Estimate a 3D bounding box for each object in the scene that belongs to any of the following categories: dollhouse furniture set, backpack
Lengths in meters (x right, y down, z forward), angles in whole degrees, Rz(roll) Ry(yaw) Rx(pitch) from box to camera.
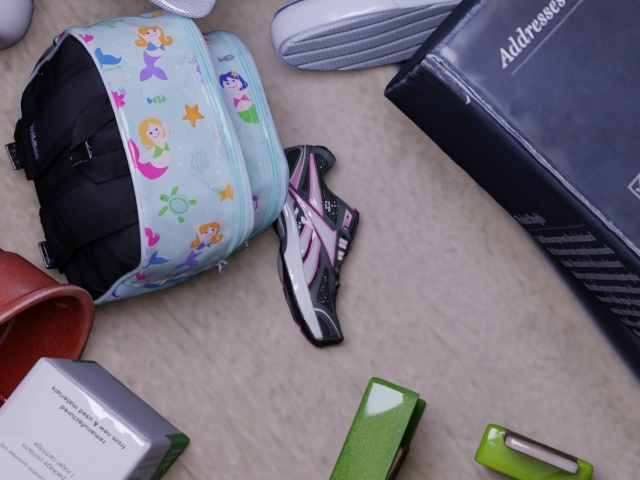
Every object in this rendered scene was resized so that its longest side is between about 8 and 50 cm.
[{"bbox_3d":[0.080,0.286,1.586,0.197,0.151,0.302,22,88,6],"label":"dollhouse furniture set"},{"bbox_3d":[-0.137,-0.073,1.584,0.191,0.253,0.225,-15,83,-17],"label":"backpack"}]

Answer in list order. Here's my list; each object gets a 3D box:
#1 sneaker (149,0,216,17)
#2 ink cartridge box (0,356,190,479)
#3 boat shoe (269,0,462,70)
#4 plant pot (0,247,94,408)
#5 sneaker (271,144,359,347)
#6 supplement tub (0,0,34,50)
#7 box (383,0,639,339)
[{"bbox_3d":[-0.056,-0.271,1.555,0.365,0.137,0.210,5,42,-22],"label":"sneaker"},{"bbox_3d":[-0.248,0.237,1.593,0.117,0.201,0.278,39,90,7],"label":"ink cartridge box"},{"bbox_3d":[0.098,-0.225,1.660,0.302,0.109,0.094,-16,69,-5],"label":"boat shoe"},{"bbox_3d":[-0.374,0.062,1.601,0.265,0.272,0.272,40,90,15],"label":"plant pot"},{"bbox_3d":[0.000,0.000,1.659,0.077,0.072,0.178,-14,90,-7],"label":"sneaker"},{"bbox_3d":[-0.351,-0.333,1.625,0.241,0.241,0.331,1,86,5],"label":"supplement tub"},{"bbox_3d":[0.385,-0.132,1.478,0.472,0.297,0.480,44,86,-4],"label":"box"}]
